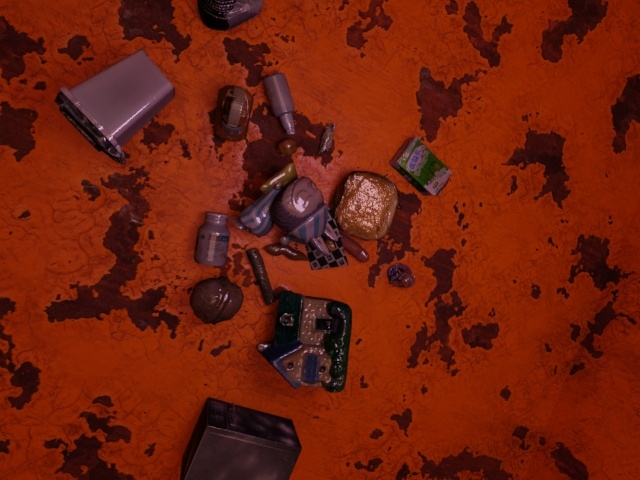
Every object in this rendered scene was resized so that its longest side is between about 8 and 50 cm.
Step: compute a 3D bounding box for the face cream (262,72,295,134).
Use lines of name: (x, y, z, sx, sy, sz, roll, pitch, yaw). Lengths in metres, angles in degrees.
face cream: (-0.163, -0.576, 1.734, 0.101, 0.101, 0.252, -20, 102, -12)

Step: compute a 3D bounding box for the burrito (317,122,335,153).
burrito: (0.032, -0.459, 1.833, 0.055, 0.041, 0.149, 16, 96, -3)

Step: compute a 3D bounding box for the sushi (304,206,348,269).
sushi: (0.000, 0.000, 1.818, 0.192, 0.043, 0.280, -10, 101, 25)

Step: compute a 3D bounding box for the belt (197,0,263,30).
belt: (-0.348, -0.967, 1.605, 0.289, 0.164, 0.184, -31, 98, -13)

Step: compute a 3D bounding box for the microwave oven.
microwave oven: (-0.355, 0.948, 1.787, 0.431, 0.236, 0.375, 23, 90, -16)

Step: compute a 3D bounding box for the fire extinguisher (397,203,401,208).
fire extinguisher: (0.361, -0.194, 1.963, 0.038, 0.025, 0.083, -23, 103, 12)

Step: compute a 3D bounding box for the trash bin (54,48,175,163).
trash bin: (-0.735, -0.501, 1.523, 0.367, 0.255, 0.296, -45, 104, -15)

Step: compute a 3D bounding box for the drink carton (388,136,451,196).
drink carton: (0.483, -0.348, 1.935, 0.271, 0.108, 0.161, 38, 86, -17)

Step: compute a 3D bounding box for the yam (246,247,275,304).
yam: (-0.264, 0.162, 1.815, 0.061, 0.061, 0.274, -20, 102, -12)

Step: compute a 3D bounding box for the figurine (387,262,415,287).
figurine: (0.407, 0.186, 1.965, 0.126, 0.157, 0.114, -27, 124, -16)

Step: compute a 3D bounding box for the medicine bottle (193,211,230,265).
medicine bottle: (-0.450, -0.009, 1.702, 0.134, 0.135, 0.216, 9, 94, -16)

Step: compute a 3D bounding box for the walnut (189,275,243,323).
walnut: (-0.435, 0.247, 1.693, 0.224, 0.224, 0.225, -2, 97, -15)

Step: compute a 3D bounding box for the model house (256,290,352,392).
model house: (-0.083, 0.425, 1.763, 0.342, 0.334, 0.383, 12, 83, -18)

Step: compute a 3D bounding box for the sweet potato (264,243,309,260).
sweet potato: (-0.147, 0.052, 1.837, 0.218, 0.051, 0.065, 15, 89, -17)

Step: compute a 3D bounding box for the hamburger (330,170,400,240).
hamburger: (0.200, -0.162, 1.844, 0.284, 0.174, 0.305, 21, 91, -15)

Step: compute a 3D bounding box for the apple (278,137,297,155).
apple: (-0.142, -0.408, 1.771, 0.083, 0.084, 0.071, -24, 110, -12)

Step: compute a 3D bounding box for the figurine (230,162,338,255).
figurine: (-0.114, -0.065, 1.676, 0.361, 0.266, 0.378, -42, 77, 5)

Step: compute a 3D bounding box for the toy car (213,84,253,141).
toy car: (-0.348, -0.519, 1.629, 0.145, 0.235, 0.235, 10, 94, -16)

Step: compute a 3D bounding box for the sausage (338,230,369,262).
sausage: (0.107, 0.008, 1.890, 0.304, 0.078, 0.078, 30, 88, -16)
